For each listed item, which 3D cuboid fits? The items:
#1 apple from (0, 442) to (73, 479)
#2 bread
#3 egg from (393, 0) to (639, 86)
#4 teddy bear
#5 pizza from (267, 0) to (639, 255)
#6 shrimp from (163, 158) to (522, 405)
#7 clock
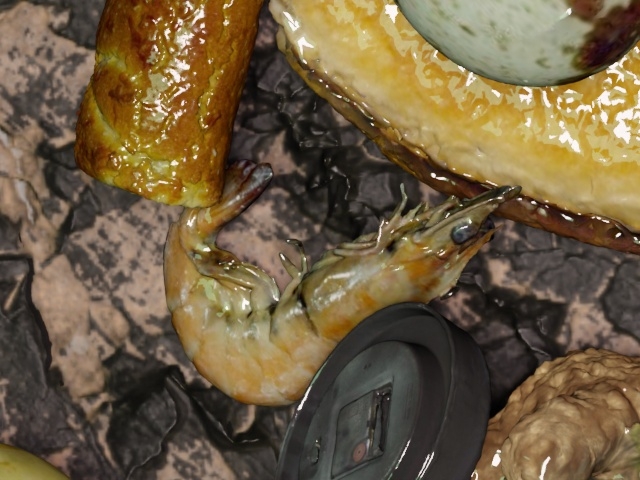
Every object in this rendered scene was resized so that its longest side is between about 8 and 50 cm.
[{"bbox_3d":[-0.253,0.278,1.207,0.262,0.262,0.262,1,95,15],"label":"apple"},{"bbox_3d":[-0.105,-0.118,1.187,0.132,0.103,0.172,28,106,53],"label":"bread"},{"bbox_3d":[0.109,-0.197,1.025,0.169,0.169,0.231,-38,72,15],"label":"egg"},{"bbox_3d":[0.190,0.187,1.084,0.246,0.222,0.296,41,89,-28],"label":"teddy bear"},{"bbox_3d":[0.160,-0.152,1.140,0.392,0.080,0.435,-16,89,16],"label":"pizza"},{"bbox_3d":[0.000,0.000,1.186,0.296,0.058,0.169,-35,84,30],"label":"shrimp"},{"bbox_3d":[0.039,0.129,1.096,0.040,0.184,0.184,30,104,-25],"label":"clock"}]
